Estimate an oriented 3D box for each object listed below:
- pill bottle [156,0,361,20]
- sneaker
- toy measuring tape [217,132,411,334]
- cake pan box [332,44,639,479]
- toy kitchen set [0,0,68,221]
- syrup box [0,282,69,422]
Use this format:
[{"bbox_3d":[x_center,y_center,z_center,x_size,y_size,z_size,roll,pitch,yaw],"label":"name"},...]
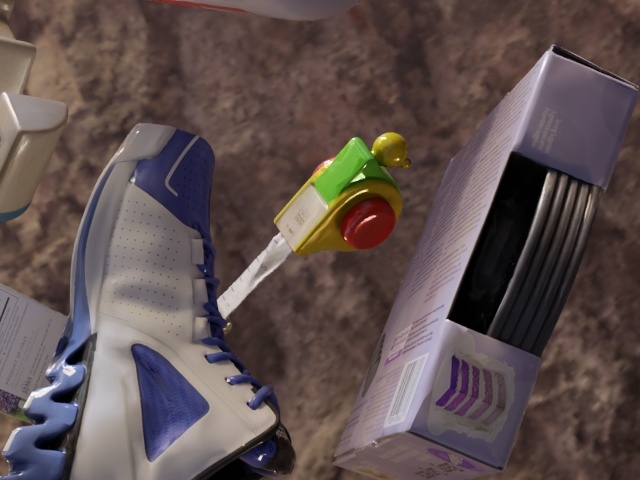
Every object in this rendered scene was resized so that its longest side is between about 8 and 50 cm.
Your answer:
[{"bbox_3d":[-0.148,-0.300,1.114,0.407,0.229,0.229,13,-62,34],"label":"pill bottle"},{"bbox_3d":[-0.095,0.089,1.041,0.182,0.315,0.127,12,-19,9],"label":"sneaker"},{"bbox_3d":[0.000,0.000,1.783,0.121,0.121,0.330,45,-72,12],"label":"toy measuring tape"},{"bbox_3d":[0.097,0.030,0.930,0.070,0.246,0.267,21,-16,-3],"label":"cake pan box"},{"bbox_3d":[-0.272,-0.073,0.840,0.122,0.207,0.166,-60,-139,28],"label":"toy kitchen set"},{"bbox_3d":[-0.309,0.060,1.139,0.093,0.237,0.096,12,-103,35],"label":"syrup box"}]
